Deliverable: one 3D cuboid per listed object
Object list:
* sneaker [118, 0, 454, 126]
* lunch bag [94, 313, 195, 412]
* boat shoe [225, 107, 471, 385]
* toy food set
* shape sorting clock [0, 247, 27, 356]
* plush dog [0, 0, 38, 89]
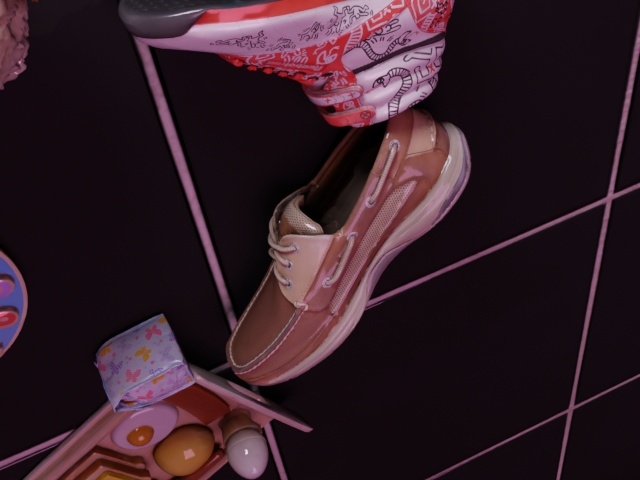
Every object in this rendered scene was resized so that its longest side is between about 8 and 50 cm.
[{"bbox_3d":[-0.015,-0.147,0.646,0.270,0.090,0.145,-18,134,-20],"label":"sneaker"},{"bbox_3d":[-0.178,0.126,0.819,0.083,0.071,0.053,-26,142,-11],"label":"lunch bag"},{"bbox_3d":[0.000,0.000,0.786,0.116,0.123,0.324,28,105,-37],"label":"boat shoe"},{"bbox_3d":[-0.182,0.272,0.939,0.306,0.092,0.219,-42,138,10],"label":"toy food set"},{"bbox_3d":[-0.350,0.069,0.682,0.206,0.040,0.206,-17,136,-17],"label":"shape sorting clock"},{"bbox_3d":[-0.281,-0.122,0.472,0.225,0.211,0.262,-9,154,-48],"label":"plush dog"}]
